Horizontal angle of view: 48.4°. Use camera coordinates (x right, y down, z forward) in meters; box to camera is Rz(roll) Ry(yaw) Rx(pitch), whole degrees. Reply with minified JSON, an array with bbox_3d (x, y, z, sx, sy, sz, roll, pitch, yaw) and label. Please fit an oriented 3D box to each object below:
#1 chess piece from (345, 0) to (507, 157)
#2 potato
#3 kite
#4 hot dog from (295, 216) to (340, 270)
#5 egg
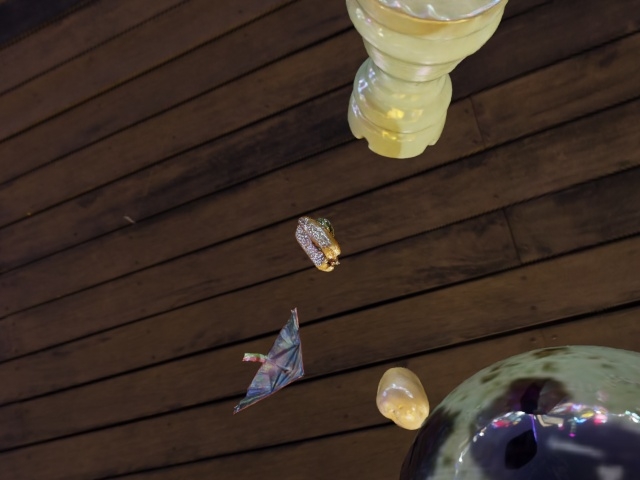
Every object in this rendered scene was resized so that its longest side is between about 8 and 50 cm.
[{"bbox_3d":[0.152,-0.305,1.167,0.233,0.442,0.234,0,68,-1],"label":"chess piece"},{"bbox_3d":[0.099,0.186,0.853,0.062,0.083,0.068,-16,119,24],"label":"potato"},{"bbox_3d":[-0.072,0.189,1.090,0.159,0.010,0.190,12,65,52],"label":"kite"},{"bbox_3d":[0.000,0.000,1.081,0.133,0.041,0.057,51,133,52],"label":"hot dog"},{"bbox_3d":[0.213,0.241,0.498,0.287,0.288,0.379,-30,110,16],"label":"egg"}]
